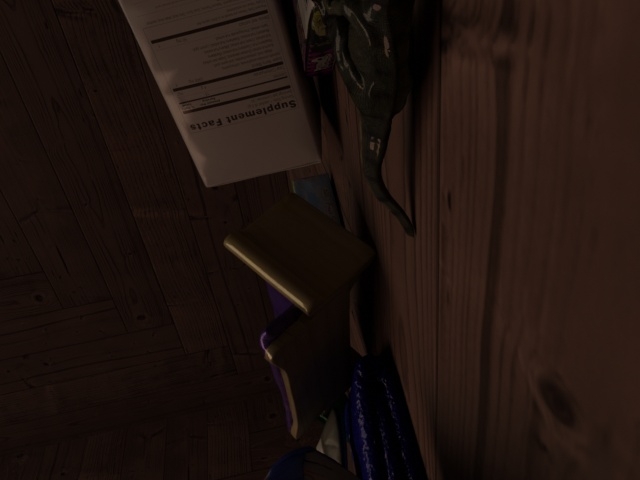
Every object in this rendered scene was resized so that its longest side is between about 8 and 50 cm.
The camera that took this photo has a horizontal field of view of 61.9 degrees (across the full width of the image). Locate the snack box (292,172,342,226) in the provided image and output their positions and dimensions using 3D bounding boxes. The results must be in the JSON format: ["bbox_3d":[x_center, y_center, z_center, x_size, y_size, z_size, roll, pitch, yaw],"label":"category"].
[{"bbox_3d":[0.000,0.000,0.959,0.207,0.070,0.174,100,157,-75],"label":"snack box"}]

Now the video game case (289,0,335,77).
[{"bbox_3d":[-0.019,-0.319,0.566,0.210,0.042,0.232,173,86,-86],"label":"video game case"}]

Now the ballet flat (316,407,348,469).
[{"bbox_3d":[0.017,0.358,0.785,0.072,0.068,0.213,124,136,-87],"label":"ballet flat"}]

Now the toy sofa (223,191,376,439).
[{"bbox_3d":[-0.036,0.124,0.760,0.150,0.177,0.362,38,155,27],"label":"toy sofa"}]

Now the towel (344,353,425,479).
[{"bbox_3d":[0.076,0.301,0.753,0.308,0.076,0.227,88,168,-65],"label":"towel"}]

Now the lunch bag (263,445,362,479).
[{"bbox_3d":[0.043,0.360,0.361,0.328,0.239,0.385,99,152,-80],"label":"lunch bag"}]

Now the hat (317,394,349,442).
[{"bbox_3d":[0.070,0.435,1.482,0.209,0.183,0.173,29,158,24],"label":"hat"}]

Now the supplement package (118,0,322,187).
[{"bbox_3d":[-0.114,-0.250,0.711,0.177,0.175,0.293,-92,-13,-50],"label":"supplement package"}]

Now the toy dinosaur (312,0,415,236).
[{"bbox_3d":[0.033,-0.119,0.361,0.268,0.064,0.118,79,170,-55],"label":"toy dinosaur"}]
